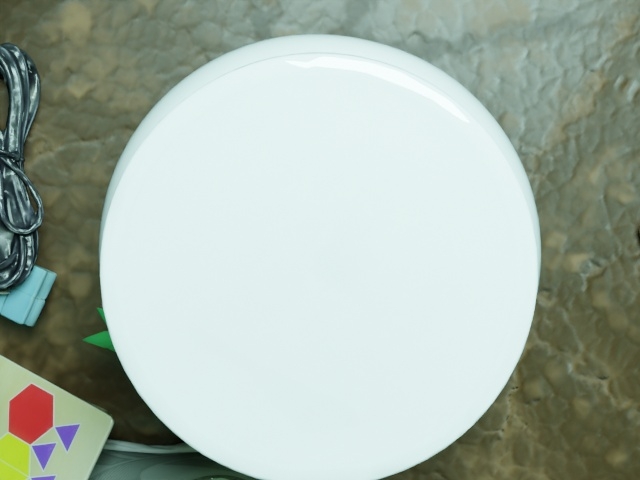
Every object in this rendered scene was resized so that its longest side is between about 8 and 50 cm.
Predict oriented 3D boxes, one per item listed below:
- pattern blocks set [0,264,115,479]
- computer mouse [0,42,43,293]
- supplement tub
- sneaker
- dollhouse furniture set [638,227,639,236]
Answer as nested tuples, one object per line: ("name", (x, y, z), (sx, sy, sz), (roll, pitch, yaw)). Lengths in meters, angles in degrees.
("pattern blocks set", (-0.235, 0.184, 0.705), (0.285, 0.026, 0.325), (31, 88, 25))
("computer mouse", (-0.341, -0.054, 0.686), (0.272, 0.072, 0.188), (1, 83, -28))
("supplement tub", (0.000, 0.000, 0.593), (0.235, 0.325, 0.235), (0, 96, 0))
("sneaker", (-0.142, 0.203, 0.725), (0.271, 0.108, 0.100), (-11, 98, 3))
("dollhouse furniture set", (0.407, 0.021, 0.679), (0.301, 0.151, 0.197), (-23, 95, 3))
